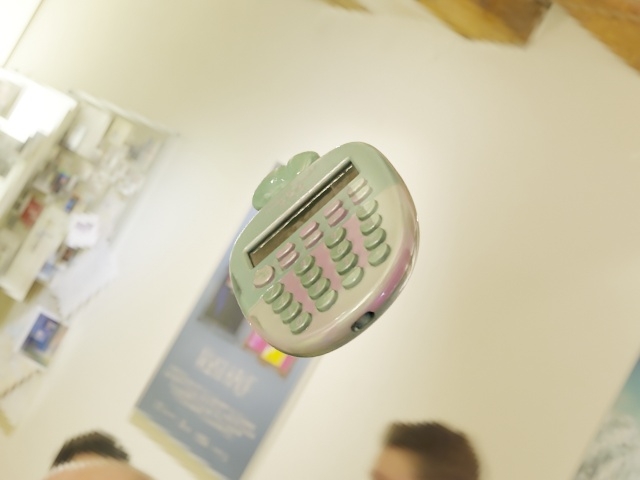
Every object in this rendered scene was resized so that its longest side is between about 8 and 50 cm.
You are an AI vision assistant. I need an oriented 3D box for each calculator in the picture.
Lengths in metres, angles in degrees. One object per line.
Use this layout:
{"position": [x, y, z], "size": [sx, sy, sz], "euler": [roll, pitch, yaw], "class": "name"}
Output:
{"position": [0.000, 0.000, 1.207], "size": [0.041, 0.185, 0.299], "euler": [44, 8, -28], "class": "calculator"}
